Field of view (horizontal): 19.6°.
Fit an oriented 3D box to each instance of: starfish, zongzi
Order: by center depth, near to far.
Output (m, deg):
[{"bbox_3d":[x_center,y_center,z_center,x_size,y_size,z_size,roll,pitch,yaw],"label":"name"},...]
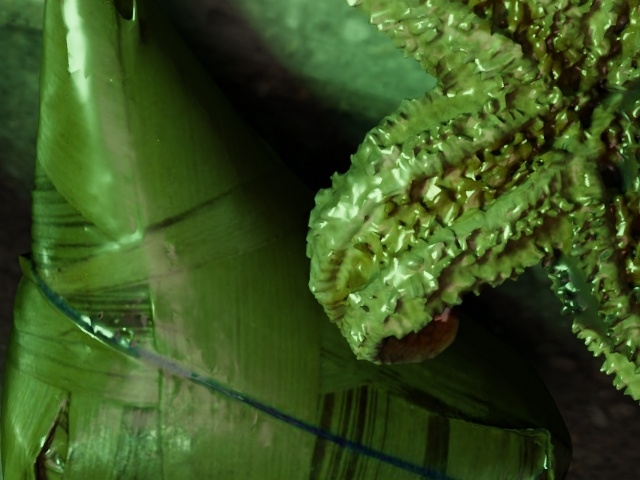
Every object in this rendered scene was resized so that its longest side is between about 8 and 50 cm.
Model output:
[{"bbox_3d":[0.125,-0.064,0.687,0.303,0.113,0.312,0,112,2],"label":"starfish"},{"bbox_3d":[0.000,0.000,0.788,0.260,0.123,0.289,7,114,-11],"label":"zongzi"}]
